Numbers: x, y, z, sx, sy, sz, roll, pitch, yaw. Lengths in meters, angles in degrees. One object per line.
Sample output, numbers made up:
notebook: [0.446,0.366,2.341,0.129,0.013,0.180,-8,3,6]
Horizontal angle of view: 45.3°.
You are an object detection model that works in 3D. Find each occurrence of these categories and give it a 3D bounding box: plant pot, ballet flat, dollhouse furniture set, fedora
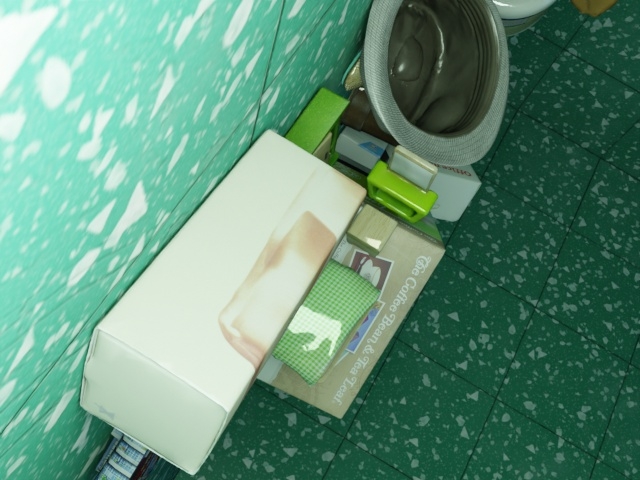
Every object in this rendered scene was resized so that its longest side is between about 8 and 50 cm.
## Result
plant pot: [0.144,-0.240,1.381,0.167,0.165,0.167,-59,178,-3]
ballet flat: [0.107,-0.293,1.143,0.206,0.067,0.073,-58,178,-18]
dollhouse furniture set: [0.000,0.000,0.961,0.301,0.198,0.151,-56,173,-17]
fedora: [0.137,-0.235,1.055,0.124,0.244,0.275,1,-92,60]

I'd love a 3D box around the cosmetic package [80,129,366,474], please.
cosmetic package: [-0.084,0.049,0.736,0.296,0.129,0.153,-56,177,-40]

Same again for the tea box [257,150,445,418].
tea box: [0.021,0.055,1.296,0.329,0.220,0.323,-61,-172,16]

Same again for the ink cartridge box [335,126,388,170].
ink cartridge box: [0.087,-0.198,1.581,0.090,0.092,0.143,-61,177,41]

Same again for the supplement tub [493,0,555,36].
supplement tub: [0.386,-0.556,1.599,0.235,0.235,0.325,-59,177,7]

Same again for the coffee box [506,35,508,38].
coffee box: [0.209,-0.337,1.285,0.040,0.184,0.113,-59,178,-28]

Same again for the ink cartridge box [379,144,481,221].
ink cartridge box: [0.210,-0.183,1.711,0.114,0.197,0.272,-61,-150,34]

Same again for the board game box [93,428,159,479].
board game box: [-0.218,0.227,1.002,0.194,0.060,0.194,-60,177,-8]

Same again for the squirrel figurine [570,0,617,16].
squirrel figurine: [0.362,-0.552,0.962,0.397,0.281,0.370,119,-4,-87]
